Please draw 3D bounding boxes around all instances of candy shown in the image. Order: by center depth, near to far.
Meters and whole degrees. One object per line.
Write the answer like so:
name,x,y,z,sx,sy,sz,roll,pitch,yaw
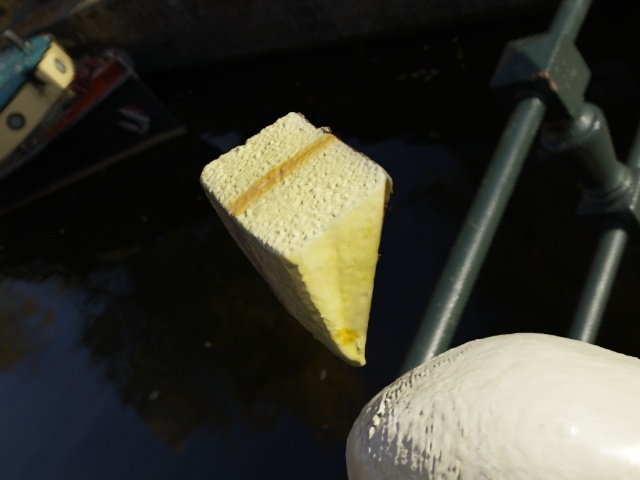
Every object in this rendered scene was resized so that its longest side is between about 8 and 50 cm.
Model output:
candy,0.162,0.160,0.622,0.296,0.295,0.185,-16,56,36

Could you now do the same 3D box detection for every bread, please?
bread,0.000,0.000,0.876,0.135,0.178,0.240,-35,31,-9
